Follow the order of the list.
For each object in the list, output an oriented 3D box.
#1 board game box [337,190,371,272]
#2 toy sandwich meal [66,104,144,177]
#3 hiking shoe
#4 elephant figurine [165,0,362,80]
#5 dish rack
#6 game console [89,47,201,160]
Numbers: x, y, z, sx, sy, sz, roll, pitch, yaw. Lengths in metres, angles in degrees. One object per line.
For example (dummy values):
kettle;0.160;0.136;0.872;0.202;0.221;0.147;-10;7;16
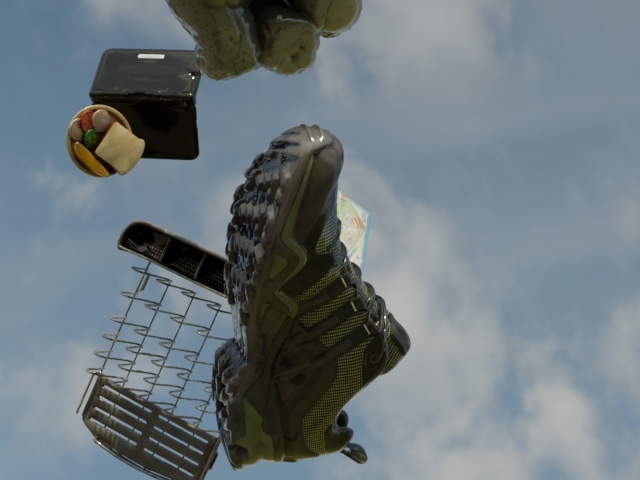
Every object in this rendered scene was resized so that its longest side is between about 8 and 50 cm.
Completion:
board game box;0.000;0.000;1.401;0.103;0.154;0.026;37;-53;-21
toy sandwich meal;-0.228;-0.103;1.418;0.085;0.085;0.029;40;-21;-28
hiking shoe;0.000;0.036;0.826;0.114;0.086;0.227;2;-65;-19
elephant figurine;-0.082;-0.231;1.013;0.169;0.239;0.186;-17;-50;-18
dish rack;-0.174;0.135;1.544;0.208;0.271;0.074;24;2;25
game console;-0.191;-0.155;1.508;0.122;0.107;0.071;3;-34;11
